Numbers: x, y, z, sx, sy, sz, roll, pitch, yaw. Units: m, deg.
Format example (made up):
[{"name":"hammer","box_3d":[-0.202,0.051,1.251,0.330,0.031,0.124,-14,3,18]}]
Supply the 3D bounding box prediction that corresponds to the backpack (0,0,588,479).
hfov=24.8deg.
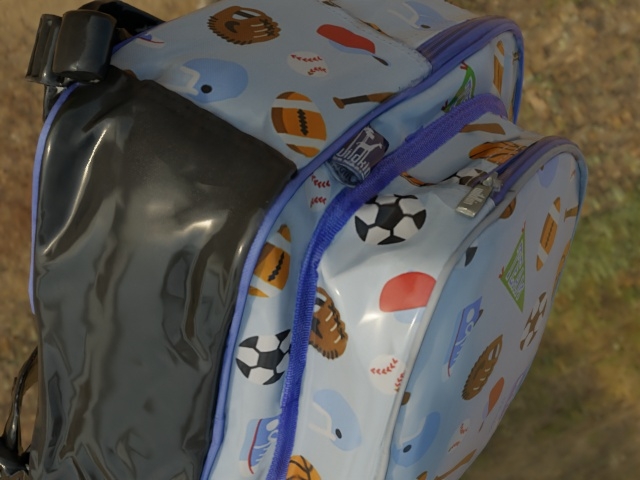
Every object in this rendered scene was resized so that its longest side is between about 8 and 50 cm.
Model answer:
[{"name":"backpack","box_3d":[0.000,0.000,0.649,0.213,0.263,0.276,26,131,10]}]
